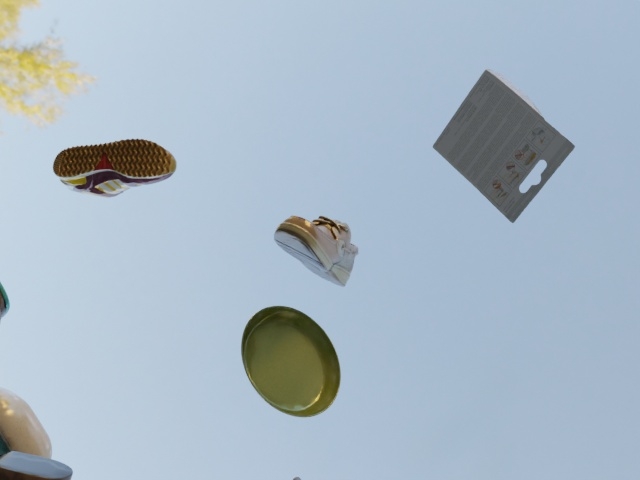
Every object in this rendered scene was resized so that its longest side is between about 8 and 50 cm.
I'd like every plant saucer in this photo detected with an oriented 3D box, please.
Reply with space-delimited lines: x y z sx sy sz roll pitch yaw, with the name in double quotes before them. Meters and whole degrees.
"plant saucer" -0.066 0.248 1.602 0.037 0.241 0.240 -39 -128 42

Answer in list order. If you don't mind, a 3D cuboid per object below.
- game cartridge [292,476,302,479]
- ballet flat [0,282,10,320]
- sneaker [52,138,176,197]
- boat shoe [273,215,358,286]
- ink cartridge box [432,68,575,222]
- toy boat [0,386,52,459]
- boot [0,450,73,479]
"game cartridge" -0.045 0.521 1.582 0.017 0.056 0.083 -17 -144 20
"ballet flat" -0.539 0.138 1.122 0.342 0.124 0.116 -32 -93 52
"sneaker" -0.300 -0.104 1.185 0.186 0.084 0.069 1 -114 8
"boat shoe" 0.000 0.000 1.613 0.122 0.341 0.110 27 -97 18
"ink cartridge box" 0.343 -0.177 1.474 0.232 0.066 0.189 47 -59 23
"toy boat" -0.584 0.286 1.317 0.318 0.148 0.267 58 -29 -4
"boot" -0.474 0.309 0.984 0.306 0.112 0.115 15 -90 3
